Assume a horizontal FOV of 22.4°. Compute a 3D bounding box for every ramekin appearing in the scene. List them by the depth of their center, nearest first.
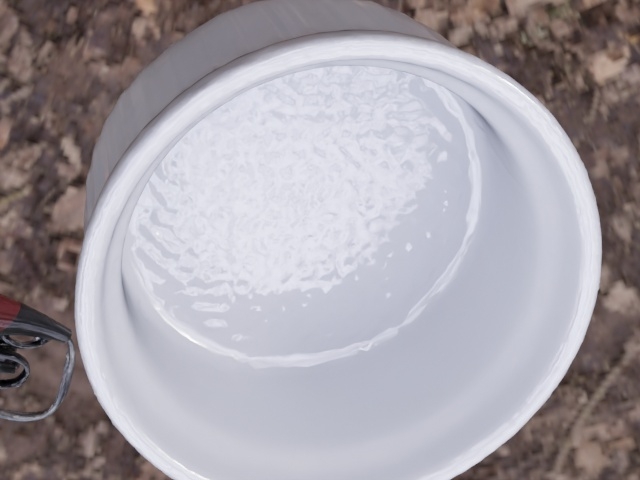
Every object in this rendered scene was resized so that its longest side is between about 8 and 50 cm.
[{"bbox_3d":[0.000,0.000,0.886,0.277,0.135,0.277,-5,116,-11],"label":"ramekin"}]

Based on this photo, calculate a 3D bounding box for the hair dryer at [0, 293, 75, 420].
[{"bbox_3d":[-0.281,0.023,1.035,0.224,0.080,0.293,-23,132,-28],"label":"hair dryer"}]
